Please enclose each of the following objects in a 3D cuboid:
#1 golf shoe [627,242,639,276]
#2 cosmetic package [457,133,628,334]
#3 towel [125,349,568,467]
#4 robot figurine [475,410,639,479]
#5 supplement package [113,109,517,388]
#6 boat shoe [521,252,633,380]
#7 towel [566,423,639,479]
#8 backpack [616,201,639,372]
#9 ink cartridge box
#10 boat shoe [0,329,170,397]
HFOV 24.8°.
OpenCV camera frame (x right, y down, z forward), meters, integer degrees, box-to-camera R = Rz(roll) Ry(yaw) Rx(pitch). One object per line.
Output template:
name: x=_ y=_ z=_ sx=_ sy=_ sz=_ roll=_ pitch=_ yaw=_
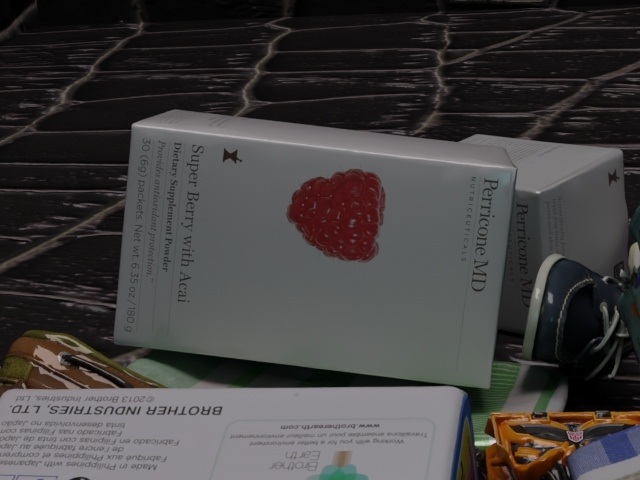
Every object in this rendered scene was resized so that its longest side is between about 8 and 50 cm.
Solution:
golf shoe: x=0.437 y=0.000 z=1.407 sx=0.306 sy=0.115 sz=0.140 roll=-12 pitch=16 yaw=-21
cosmetic package: x=0.188 y=-0.009 z=1.442 sx=0.183 sy=0.151 sz=0.151 roll=10 pitch=24 yaw=42
towel: x=0.028 y=0.115 z=1.141 sx=0.325 sy=0.038 sz=0.248 roll=9 pitch=9 yaw=11
robot figurine: x=0.162 y=0.199 z=0.865 sx=0.211 sy=0.085 sz=0.291 roll=-1 pitch=33 yaw=2
supplement package: x=0.000 y=0.000 z=1.170 sx=0.293 sy=0.177 sz=0.175 roll=6 pitch=9 yaw=3
boat shoe: x=0.228 y=0.070 z=1.234 sx=0.079 sy=0.095 sz=0.254 roll=18 pitch=0 yaw=20
towel: x=0.228 y=0.117 z=0.681 sx=0.209 sy=0.034 sz=0.285 roll=-19 pitch=7 yaw=5
backpack: x=0.341 y=0.034 z=1.104 sx=0.225 sy=0.253 sz=0.191 roll=-11 pitch=58 yaw=-8
ink cartridge box: x=-0.077 y=0.249 z=0.668 sx=0.270 sy=0.151 sz=0.395 roll=-2 pitch=34 yaw=14
boat shoe: x=-0.065 y=0.146 z=0.923 sx=0.307 sy=0.104 sz=0.111 roll=25 pitch=-31 yaw=-14
